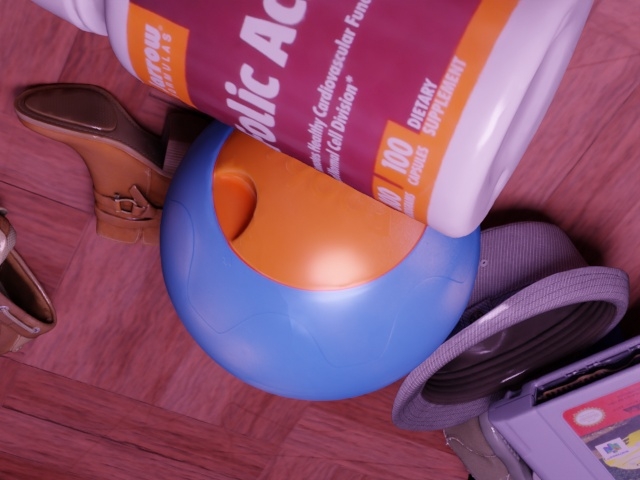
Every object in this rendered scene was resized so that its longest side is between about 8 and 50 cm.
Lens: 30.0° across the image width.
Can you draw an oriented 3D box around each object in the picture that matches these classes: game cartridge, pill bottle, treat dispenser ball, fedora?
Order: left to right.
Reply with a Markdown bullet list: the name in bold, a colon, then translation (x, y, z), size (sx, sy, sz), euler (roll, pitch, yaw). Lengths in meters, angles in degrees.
- **pill bottle**: translation (-0.017, -0.183, 0.891), size (0.392, 0.224, 0.224), euler (27, 130, 12)
- **treat dispenser ball**: translation (0.000, 0.000, 1.079), size (0.288, 0.288, 0.288), euler (0, 130, 0)
- **fedora**: translation (0.173, 0.074, 1.220), size (0.275, 0.124, 0.243), euler (-40, 150, 29)
- **game cartridge**: translation (0.345, 0.184, 1.213), size (0.294, 0.060, 0.196), euler (-29, 121, 29)

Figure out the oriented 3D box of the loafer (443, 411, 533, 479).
- **loafer**: translation (0.225, 0.279, 1.455), size (0.087, 0.094, 0.251), euler (-14, 125, 27)

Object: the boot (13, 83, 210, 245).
- **boot**: translation (-0.209, -0.065, 1.171), size (0.197, 0.073, 0.152), euler (15, 133, -8)

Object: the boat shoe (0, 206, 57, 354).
- **boat shoe**: translation (-0.367, -0.004, 1.204), size (0.119, 0.123, 0.324), euler (-15, 137, 6)

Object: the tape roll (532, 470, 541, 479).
- **tape roll**: translation (0.355, 0.241, 1.380), size (0.219, 0.072, 0.219), euler (3, 149, 2)

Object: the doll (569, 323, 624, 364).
- **doll**: translation (0.323, 0.136, 1.350), size (0.129, 0.046, 0.189), euler (-19, 127, 17)
